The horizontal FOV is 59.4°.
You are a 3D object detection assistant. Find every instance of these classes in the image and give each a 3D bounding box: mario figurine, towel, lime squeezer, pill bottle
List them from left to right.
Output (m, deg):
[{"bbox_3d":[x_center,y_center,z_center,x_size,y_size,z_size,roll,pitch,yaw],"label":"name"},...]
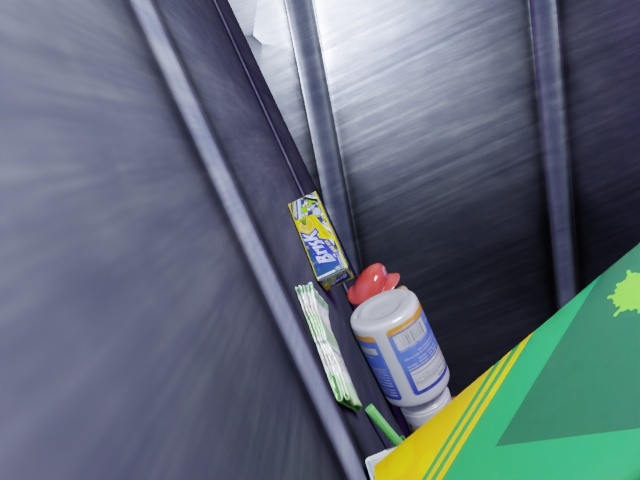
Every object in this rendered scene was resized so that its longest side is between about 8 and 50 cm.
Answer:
[{"bbox_3d":[0.016,0.134,0.702,0.113,0.023,0.152,55,12,-64],"label":"towel"},{"bbox_3d":[0.192,0.202,1.425,0.198,0.170,0.321,9,-57,53],"label":"mario figurine"},{"bbox_3d":[0.182,0.253,1.191,0.152,0.152,0.272,-101,166,-72],"label":"pill bottle"},{"bbox_3d":[0.146,0.341,0.915,0.310,0.058,0.110,57,10,-58],"label":"lime squeezer"}]

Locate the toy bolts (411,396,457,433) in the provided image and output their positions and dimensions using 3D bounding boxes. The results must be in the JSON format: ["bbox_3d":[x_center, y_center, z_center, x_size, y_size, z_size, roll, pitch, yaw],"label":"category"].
[{"bbox_3d":[0.292,0.531,1.464,0.218,0.158,0.229,17,42,-25],"label":"toy bolts"}]

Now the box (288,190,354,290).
[{"bbox_3d":[0.000,0.000,1.003,0.054,0.059,0.169,56,11,-60],"label":"box"}]

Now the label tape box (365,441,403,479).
[{"bbox_3d":[0.245,0.249,0.677,0.249,0.347,0.115,55,11,-67],"label":"label tape box"}]

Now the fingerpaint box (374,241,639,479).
[{"bbox_3d":[0.323,0.236,0.411,0.444,0.371,0.163,37,23,-13],"label":"fingerpaint box"}]
